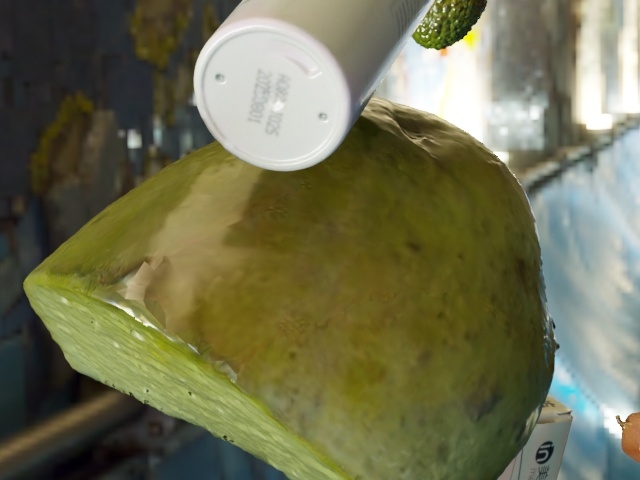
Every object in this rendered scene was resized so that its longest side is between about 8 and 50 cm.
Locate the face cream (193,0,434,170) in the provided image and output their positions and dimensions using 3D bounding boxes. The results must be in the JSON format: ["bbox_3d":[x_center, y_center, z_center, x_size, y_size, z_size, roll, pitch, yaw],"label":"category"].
[{"bbox_3d":[0.021,-0.165,1.069,0.102,0.102,0.345,0,-151,18],"label":"face cream"}]

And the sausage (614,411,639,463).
[{"bbox_3d":[0.361,0.198,1.603,0.169,0.065,0.065,11,179,-28],"label":"sausage"}]

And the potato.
[{"bbox_3d":[0.000,0.000,1.088,0.330,0.280,0.213,26,157,28],"label":"potato"}]

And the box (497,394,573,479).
[{"bbox_3d":[0.107,0.269,1.547,0.220,0.274,0.091,2,-161,-34],"label":"box"}]

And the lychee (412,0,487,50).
[{"bbox_3d":[0.146,-0.295,1.979,0.114,0.146,0.114,14,155,7],"label":"lychee"}]
